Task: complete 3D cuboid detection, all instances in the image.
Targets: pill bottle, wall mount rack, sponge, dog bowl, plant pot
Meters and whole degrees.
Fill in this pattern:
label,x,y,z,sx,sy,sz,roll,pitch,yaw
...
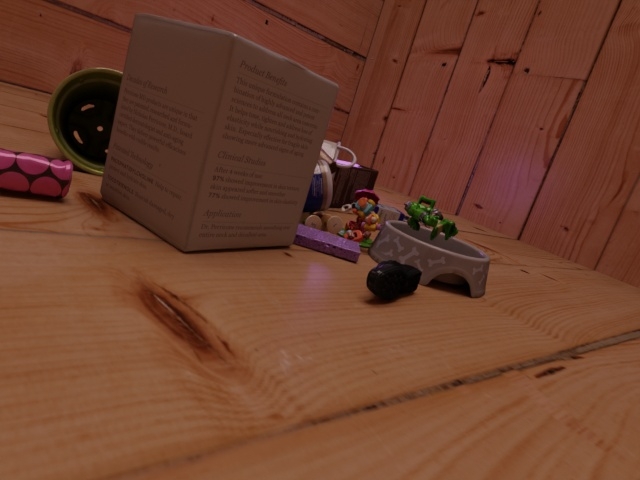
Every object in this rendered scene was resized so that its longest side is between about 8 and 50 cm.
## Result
label,x,y,z,sx,sy,sz,roll,pitch,yaw
pill bottle,-0.109,-0.152,1.250,0.264,0.153,0.153,-5,20,-15
wall mount rack,-0.053,-0.275,1.616,0.349,0.131,0.304,16,52,-2
sponge,0.000,0.000,1.137,0.209,0.031,0.117,18,13,0
dog bowl,0.314,0.039,1.233,0.348,0.102,0.349,17,14,-4
plant pot,-0.617,-0.326,1.237,0.275,0.277,0.253,9,5,-32

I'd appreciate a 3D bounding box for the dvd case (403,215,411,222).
label,x,y,z,sx,sy,sz,roll,pitch,yaw
dvd case,0.326,-0.116,2.012,0.238,0.030,0.179,20,14,10

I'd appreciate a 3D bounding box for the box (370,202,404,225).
label,x,y,z,sx,sy,sz,roll,pitch,yaw
box,0.260,-0.108,1.807,0.137,0.072,0.126,14,14,-14

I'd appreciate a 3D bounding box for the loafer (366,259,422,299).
label,x,y,z,sx,sy,sz,roll,pitch,yaw
loafer,0.146,0.080,0.926,0.078,0.076,0.223,19,8,30

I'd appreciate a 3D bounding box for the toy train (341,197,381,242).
label,x,y,z,sx,sy,sz,roll,pitch,yaw
toy train,0.106,-0.061,1.239,0.125,0.046,0.167,-15,52,13

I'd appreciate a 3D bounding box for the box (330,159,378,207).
label,x,y,z,sx,sy,sz,roll,pitch,yaw
box,0.103,-0.254,1.932,0.143,0.191,0.381,25,15,29

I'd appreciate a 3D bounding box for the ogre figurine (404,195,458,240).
label,x,y,z,sx,sy,sz,roll,pitch,yaw
ogre figurine,0.303,-0.060,1.196,0.196,0.097,0.118,-12,42,-42

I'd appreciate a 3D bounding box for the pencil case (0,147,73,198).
label,x,y,z,sx,sy,sz,roll,pitch,yaw
pencil case,-0.591,-0.136,0.819,0.209,0.095,0.098,10,-5,-36

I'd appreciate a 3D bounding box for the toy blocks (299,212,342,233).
label,x,y,z,sx,sy,sz,roll,pitch,yaw
toy blocks,-0.022,-0.056,1.282,0.123,0.054,0.148,1,9,-27

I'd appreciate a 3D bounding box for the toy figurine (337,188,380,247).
label,x,y,z,sx,sy,sz,roll,pitch,yaw
toy figurine,0.129,-0.079,1.339,0.130,0.159,0.173,15,14,-12

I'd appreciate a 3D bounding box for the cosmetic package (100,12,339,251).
label,x,y,z,sx,sy,sz,roll,pitch,yaw
cosmetic package,-0.220,-0.220,0.957,0.327,0.394,0.329,26,15,33

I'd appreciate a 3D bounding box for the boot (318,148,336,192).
label,x,y,z,sx,sy,sz,roll,pitch,yaw
boot,-0.058,-0.234,1.459,0.220,0.109,0.284,43,-22,19
